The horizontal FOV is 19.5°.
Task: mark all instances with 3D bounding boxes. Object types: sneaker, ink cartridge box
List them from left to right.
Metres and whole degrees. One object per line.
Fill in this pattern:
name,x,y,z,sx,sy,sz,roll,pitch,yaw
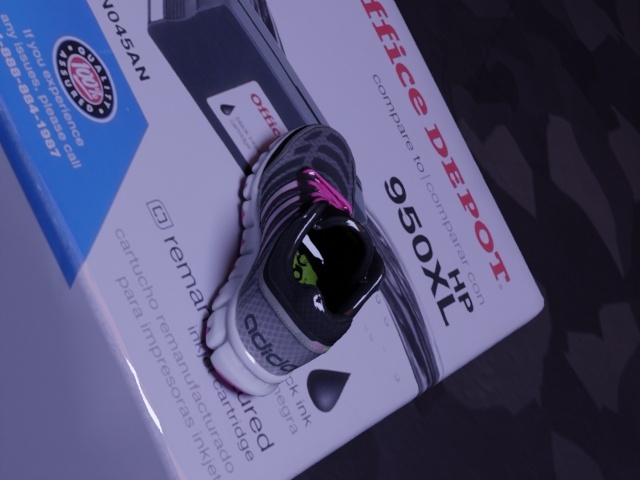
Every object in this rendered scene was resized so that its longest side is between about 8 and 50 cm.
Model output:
ink cartridge box,-0.072,-0.008,1.042,0.395,0.166,0.285,-25,89,-57
sneaker,0.000,0.000,0.914,0.063,0.074,0.170,46,38,-25
